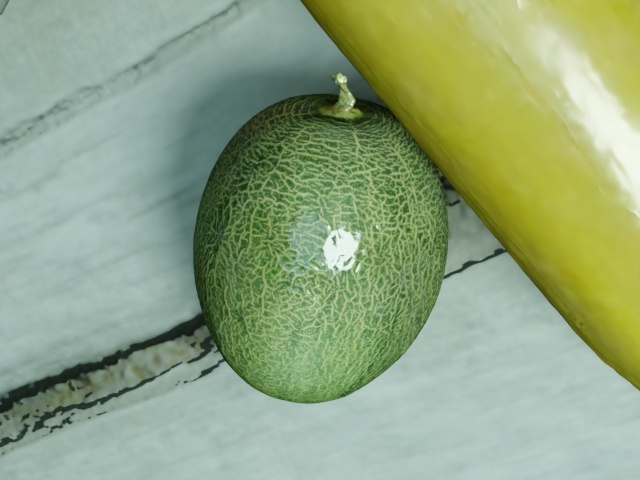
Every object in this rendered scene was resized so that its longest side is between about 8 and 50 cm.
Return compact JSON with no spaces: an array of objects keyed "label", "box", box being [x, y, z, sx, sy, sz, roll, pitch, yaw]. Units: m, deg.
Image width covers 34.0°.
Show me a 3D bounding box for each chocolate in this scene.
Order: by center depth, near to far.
[{"label":"chocolate","box":[0.158,-0.033,0.520,0.162,0.162,0.445,-36,99,23]}]

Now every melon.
[{"label":"melon","box":[0.000,0.000,0.566,0.139,0.139,0.192,16,118,11]}]

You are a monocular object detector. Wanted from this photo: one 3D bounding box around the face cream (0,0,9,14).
[{"label":"face cream","box":[-0.175,-0.237,0.567,0.095,0.096,0.214,35,113,3]}]
